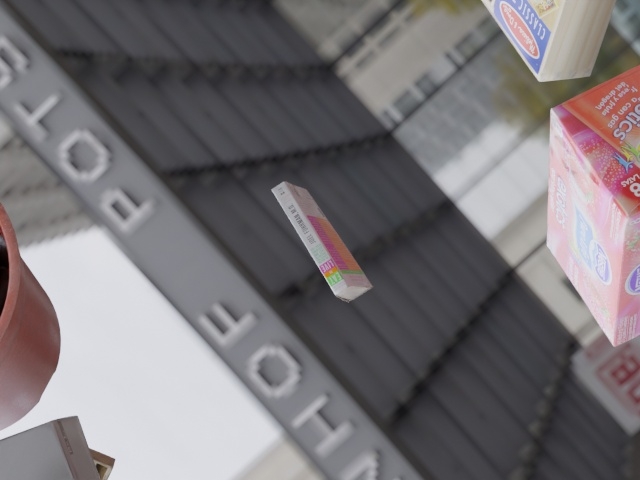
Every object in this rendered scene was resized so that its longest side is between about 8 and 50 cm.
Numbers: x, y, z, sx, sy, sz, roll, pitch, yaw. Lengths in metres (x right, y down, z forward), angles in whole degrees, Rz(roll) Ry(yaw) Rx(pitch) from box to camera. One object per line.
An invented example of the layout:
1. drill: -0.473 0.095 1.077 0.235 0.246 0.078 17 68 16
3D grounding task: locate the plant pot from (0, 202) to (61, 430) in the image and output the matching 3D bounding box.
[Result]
1. plant pot: -0.397 0.078 1.982 0.272 0.272 0.265 51 177 19

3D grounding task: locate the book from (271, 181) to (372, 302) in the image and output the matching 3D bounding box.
1. book: 0.000 0.000 2.257 0.144 0.035 0.096 59 -171 12

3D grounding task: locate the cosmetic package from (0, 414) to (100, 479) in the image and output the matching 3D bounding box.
1. cosmetic package: -0.259 0.215 1.318 0.107 0.238 0.127 87 164 -87

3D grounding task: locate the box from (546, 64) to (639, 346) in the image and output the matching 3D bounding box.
1. box: 0.333 -0.036 2.021 0.154 0.142 0.300 59 171 26

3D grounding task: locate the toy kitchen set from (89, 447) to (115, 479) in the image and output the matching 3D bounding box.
1. toy kitchen set: -0.226 0.224 1.667 0.068 0.075 0.083 23 -159 -8

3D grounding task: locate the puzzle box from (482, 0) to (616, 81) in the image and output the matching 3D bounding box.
1. puzzle box: 0.143 -0.359 1.586 0.052 0.272 0.409 -9 -135 -22
